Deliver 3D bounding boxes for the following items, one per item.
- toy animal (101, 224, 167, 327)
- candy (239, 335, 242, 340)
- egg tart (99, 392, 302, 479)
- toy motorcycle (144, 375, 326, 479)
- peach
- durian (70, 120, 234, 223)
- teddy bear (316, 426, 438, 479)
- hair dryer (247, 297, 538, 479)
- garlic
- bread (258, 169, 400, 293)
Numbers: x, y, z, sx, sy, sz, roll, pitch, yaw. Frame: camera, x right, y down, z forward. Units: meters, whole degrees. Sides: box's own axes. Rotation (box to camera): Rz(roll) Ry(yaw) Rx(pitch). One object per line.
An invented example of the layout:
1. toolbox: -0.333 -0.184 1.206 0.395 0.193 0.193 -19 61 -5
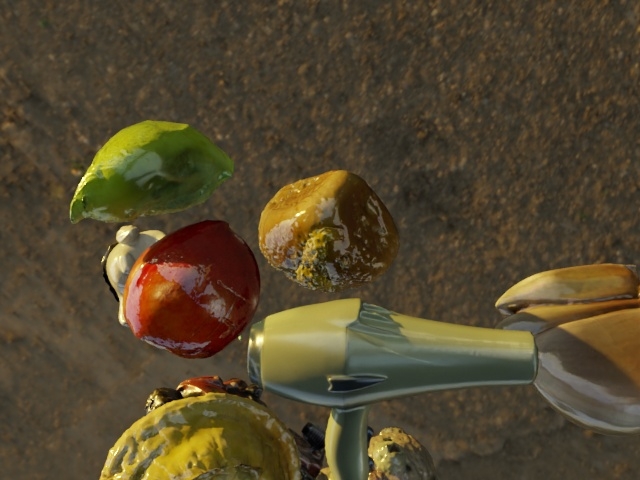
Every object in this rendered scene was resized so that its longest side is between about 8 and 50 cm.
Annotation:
1. toy animal: -0.335 0.110 1.998 0.154 0.208 0.325 13 161 44
2. candy: -0.232 0.174 2.350 0.058 0.062 0.194 97 151 -51
3. egg tart: -0.140 0.335 1.157 0.115 0.290 0.290 23 146 58
4. toy motorcycle: -0.069 0.315 1.392 0.401 0.207 0.134 31 103 -2
5. peach: -0.171 0.063 1.301 0.197 0.197 0.197 17 135 18
6. durian: -0.230 -0.094 1.297 0.101 0.250 0.139 18 112 41
7. teddy bear: 0.094 0.472 1.792 0.236 0.267 0.151 56 171 38
8. hair dryer: 0.098 0.178 1.009 0.296 0.119 0.298 -18 114 13
9. garlic: 0.408 0.158 1.353 0.325 0.279 0.132 -17 135 -12
10. bread: 0.000 0.000 1.633 0.195 0.176 0.246 48 154 -19
